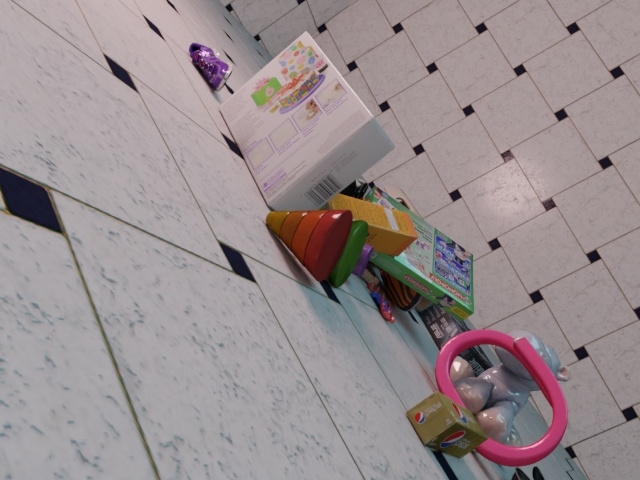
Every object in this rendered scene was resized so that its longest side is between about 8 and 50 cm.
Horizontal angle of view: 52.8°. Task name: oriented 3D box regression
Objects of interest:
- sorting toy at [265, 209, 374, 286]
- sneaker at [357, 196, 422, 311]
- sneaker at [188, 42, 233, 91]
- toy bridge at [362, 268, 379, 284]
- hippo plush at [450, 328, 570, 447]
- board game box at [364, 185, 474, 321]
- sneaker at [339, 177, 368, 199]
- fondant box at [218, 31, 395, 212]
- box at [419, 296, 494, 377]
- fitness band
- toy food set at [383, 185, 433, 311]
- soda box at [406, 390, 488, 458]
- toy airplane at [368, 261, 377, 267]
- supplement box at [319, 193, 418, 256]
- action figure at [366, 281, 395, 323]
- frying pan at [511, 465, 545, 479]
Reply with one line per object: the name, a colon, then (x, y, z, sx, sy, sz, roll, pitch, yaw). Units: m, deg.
sorting toy: (0.000, 0.000, 1.131, 0.126, 0.127, 0.365, 24, 0, 15)
sneaker: (0.139, 0.024, 1.582, 0.180, 0.124, 0.321, 22, 37, -34)
sneaker: (-0.250, -0.385, 1.421, 0.071, 0.068, 0.170, 21, 21, -43)
toy bridge: (0.063, 0.028, 1.426, 0.188, 0.026, 0.063, 50, 11, -7)
hippo plush: (0.428, 0.328, 1.405, 0.294, 0.236, 0.234, 43, 13, -40)
board game box: (0.229, 0.028, 1.522, 0.317, 0.046, 0.213, 34, 38, -14)
sneaker: (0.013, -0.136, 1.593, 0.146, 0.122, 0.330, 35, 9, 8)
fondant box: (-0.038, -0.219, 1.228, 0.096, 0.238, 0.330, 40, 16, -48)
box: (0.389, 0.280, 1.856, 0.242, 0.076, 0.307, 45, 12, -33)
fitness band: (0.349, 0.295, 1.257, 0.054, 0.209, 0.291, 75, -10, -48)
toy food set: (0.241, 0.021, 1.833, 0.220, 0.092, 0.306, -114, -168, -56)
soda box: (0.206, 0.297, 1.028, 0.181, 0.061, 0.058, 39, 16, -53)
toy airplane: (0.157, 0.068, 1.701, 0.151, 0.028, 0.151, 48, 12, -14)
supplement box: (0.089, -0.034, 1.346, 0.233, 0.078, 0.080, 12, 47, -36)
action figure: (0.133, 0.135, 1.370, 0.038, 0.030, 0.115, 50, 11, -41)
frying pan: (0.425, 0.511, 1.295, 0.197, 0.053, 0.326, 50, 8, -14)
